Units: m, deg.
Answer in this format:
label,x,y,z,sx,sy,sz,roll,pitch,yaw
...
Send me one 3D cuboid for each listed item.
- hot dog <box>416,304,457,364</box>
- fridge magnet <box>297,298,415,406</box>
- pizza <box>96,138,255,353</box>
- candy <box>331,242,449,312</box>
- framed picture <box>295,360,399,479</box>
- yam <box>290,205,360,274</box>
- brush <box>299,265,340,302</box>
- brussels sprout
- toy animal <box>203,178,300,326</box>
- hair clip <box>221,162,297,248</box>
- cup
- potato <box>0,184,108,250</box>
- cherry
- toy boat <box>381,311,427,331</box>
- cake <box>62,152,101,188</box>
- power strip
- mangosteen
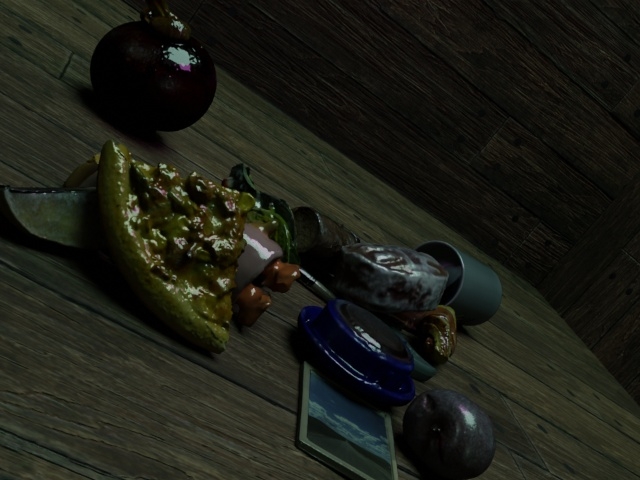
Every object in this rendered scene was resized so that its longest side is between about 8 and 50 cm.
label,x,y,z,sx,sy,sz,roll,pitch,yaw
hot dog,0.283,0.230,1.943,0.261,0.093,0.123,-18,96,-73
fridge magnet,0.073,0.205,1.474,0.265,0.112,0.265,34,12,-8
pizza,-0.230,0.013,1.181,0.258,0.268,0.087,18,-19,-28
candy,0.160,0.090,1.825,0.290,0.157,0.214,8,15,-39
framed picture,0.041,0.306,1.277,0.189,0.023,0.260,33,15,-9
yam,-0.001,0.001,1.851,0.131,0.131,0.280,45,6,24
brush,-0.004,0.103,1.764,0.299,0.039,0.042,38,13,-4
brussels sprout,-0.120,0.006,1.583,0.100,0.139,0.181,34,9,-46
toy animal,-0.176,-0.002,1.372,0.281,0.195,0.169,49,-20,-14
hair clip,-0.153,-0.067,1.746,0.091,0.138,0.321,-13,26,-21
cup,0.394,0.136,2.305,0.312,0.205,0.205,23,21,-50
potato,-0.389,-0.033,1.191,0.120,0.100,0.261,1,3,40
cherry,0.233,0.343,1.385,0.176,0.140,0.176,34,0,0
toy boat,0.178,0.136,2.006,0.318,0.099,0.141,36,55,-10
cake,-0.334,-0.053,1.336,0.225,0.090,0.109,48,11,28
power strip,0.169,0.226,1.791,0.137,0.044,0.216,27,18,-36
mangosteen,-0.393,-0.406,1.882,0.297,0.293,0.297,8,-12,2
